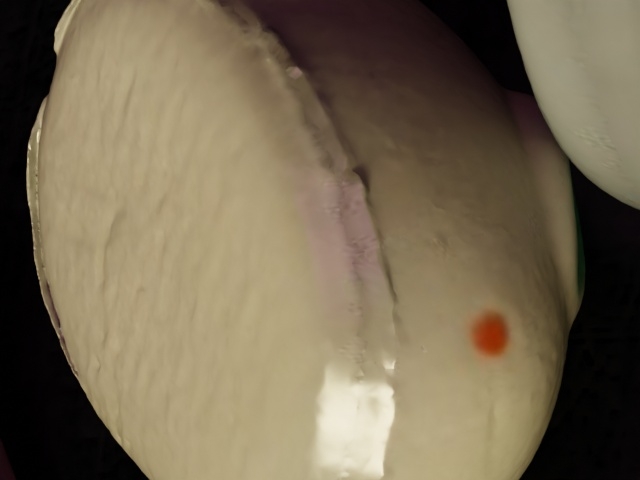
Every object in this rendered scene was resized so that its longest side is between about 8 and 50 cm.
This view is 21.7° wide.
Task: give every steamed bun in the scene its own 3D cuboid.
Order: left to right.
[{"bbox_3d":[0.000,0.000,0.544,0.228,0.130,0.177,48,130,42],"label":"steamed bun"}]

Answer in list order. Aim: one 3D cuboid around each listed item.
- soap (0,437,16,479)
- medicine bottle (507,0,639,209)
[{"bbox_3d":[-0.237,0.053,0.662,0.181,0.081,0.259,-33,59,7],"label":"soap"},{"bbox_3d":[0.216,-0.129,0.446,0.306,0.245,0.245,-1,69,22],"label":"medicine bottle"}]
